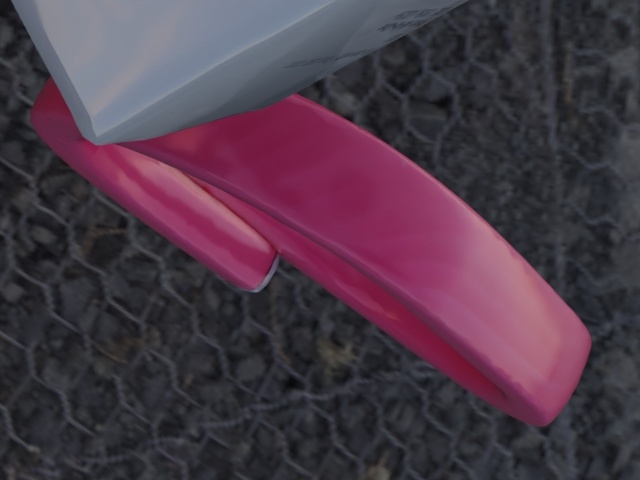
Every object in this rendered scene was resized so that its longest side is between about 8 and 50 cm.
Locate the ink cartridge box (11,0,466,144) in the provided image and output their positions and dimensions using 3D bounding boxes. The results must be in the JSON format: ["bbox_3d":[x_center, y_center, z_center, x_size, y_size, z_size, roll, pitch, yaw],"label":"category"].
[{"bbox_3d":[0.039,-0.175,0.321,0.289,0.121,0.211,-28,91,19],"label":"ink cartridge box"}]

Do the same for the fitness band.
[{"bbox_3d":[0.000,0.000,0.691,0.291,0.209,0.054,39,79,-51],"label":"fitness band"}]
